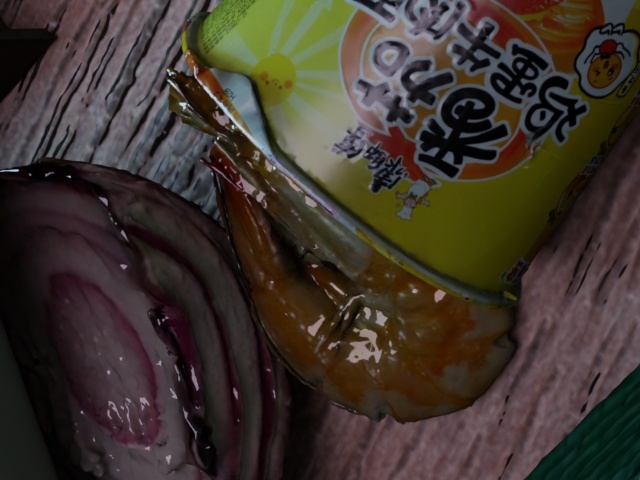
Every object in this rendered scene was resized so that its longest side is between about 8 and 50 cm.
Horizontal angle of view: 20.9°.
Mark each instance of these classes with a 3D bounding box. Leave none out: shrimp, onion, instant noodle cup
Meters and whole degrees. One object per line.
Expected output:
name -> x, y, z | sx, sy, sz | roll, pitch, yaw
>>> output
shrimp -> 0.000, 0.000, 1.113 | 0.154, 0.062, 0.294 | -41, 94, 18
onion -> -0.139, 0.074, 1.207 | 0.280, 0.146, 0.314 | -8, 110, 49
instant noodle cup -> 0.081, -0.117, 0.998 | 0.264, 0.264, 0.200 | 46, 106, 18

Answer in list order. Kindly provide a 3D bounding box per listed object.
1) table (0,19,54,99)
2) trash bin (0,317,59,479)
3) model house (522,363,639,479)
table -> -0.345, -0.147, 1.273 | 0.193, 0.172, 0.169 | -42, 75, 28
trash bin -> -0.302, 0.183, 1.136 | 0.280, 0.280, 0.432 | -1, 113, 30
model house -> 0.284, 0.113, 0.879 | 0.343, 0.334, 0.382 | 53, 123, 26
